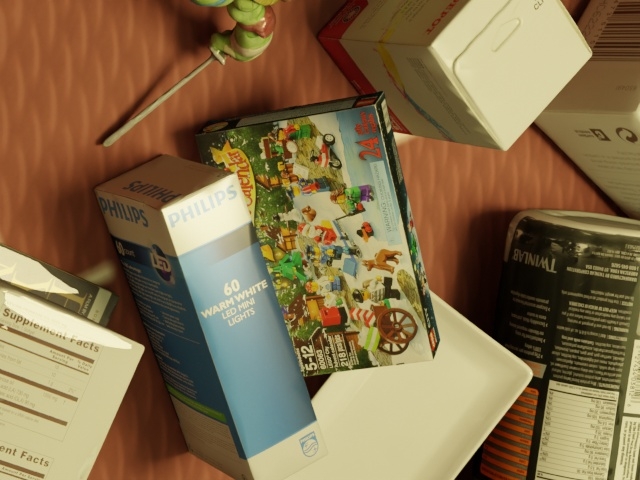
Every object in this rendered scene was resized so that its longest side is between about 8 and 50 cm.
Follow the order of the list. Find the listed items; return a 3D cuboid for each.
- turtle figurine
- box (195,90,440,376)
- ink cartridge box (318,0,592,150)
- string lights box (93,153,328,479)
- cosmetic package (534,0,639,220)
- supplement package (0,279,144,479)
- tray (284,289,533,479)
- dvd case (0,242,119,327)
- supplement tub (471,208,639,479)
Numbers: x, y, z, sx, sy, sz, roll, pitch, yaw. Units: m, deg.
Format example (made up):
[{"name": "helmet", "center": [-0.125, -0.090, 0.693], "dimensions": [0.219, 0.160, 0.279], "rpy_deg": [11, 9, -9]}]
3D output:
[{"name": "turtle figurine", "center": [-0.076, -0.254, 1.437], "dimensions": [0.266, 0.275, 0.197], "rpy_deg": [-36, 94, -43]}, {"name": "box", "center": [0.000, 0.000, 1.505], "dimensions": [0.159, 0.044, 0.233], "rpy_deg": [-9, 109, 15]}, {"name": "ink cartridge box", "center": [0.115, -0.170, 1.524], "dimensions": [0.128, 0.176, 0.127], "rpy_deg": [-48, 119, -16]}, {"name": "string lights box", "center": [-0.091, 0.067, 1.464], "dimensions": [0.077, 0.133, 0.259], "rpy_deg": [-27, 112, -24]}, {"name": "cosmetic package", "center": [0.434, -0.082, 1.742], "dimensions": [0.453, 0.161, 0.230], "rpy_deg": [41, 72, -30]}, {"name": "supplement package", "center": [-0.263, 0.156, 1.351], "dimensions": [0.134, 0.139, 0.244], "rpy_deg": [25, 85, -33]}, {"name": "tray", "center": [0.053, 0.180, 1.585], "dimensions": [0.145, 0.030, 0.270], "rpy_deg": [38, 92, -2]}, {"name": "dvd case", "center": [-0.285, 0.079, 1.414], "dimensions": [0.221, 0.018, 0.164], "rpy_deg": [27, 85, -33]}, {"name": "supplement tub", "center": [0.256, 0.148, 1.652], "dimensions": [0.207, 0.207, 0.338], "rpy_deg": [4, 97, -32]}]
